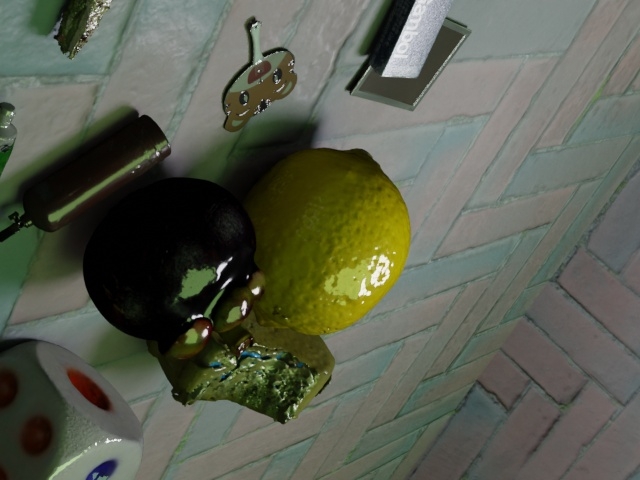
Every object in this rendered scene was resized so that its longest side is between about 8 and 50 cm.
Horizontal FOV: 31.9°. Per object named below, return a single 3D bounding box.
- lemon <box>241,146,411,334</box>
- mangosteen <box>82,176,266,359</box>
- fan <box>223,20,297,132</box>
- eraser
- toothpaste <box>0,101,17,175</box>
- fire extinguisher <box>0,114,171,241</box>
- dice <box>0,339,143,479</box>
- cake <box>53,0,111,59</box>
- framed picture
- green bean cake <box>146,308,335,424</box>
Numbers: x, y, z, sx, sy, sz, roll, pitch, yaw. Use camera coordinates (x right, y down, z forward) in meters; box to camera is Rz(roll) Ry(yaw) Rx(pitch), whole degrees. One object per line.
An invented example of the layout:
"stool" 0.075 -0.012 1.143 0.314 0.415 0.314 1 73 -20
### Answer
"lemon" -0.001 0.001 1.963 0.336 0.336 0.336 -36 155 -20
"mangosteen" -0.208 0.054 1.729 0.275 0.302 0.275 -38 -178 2
"fan" -0.098 -0.265 1.750 0.152 0.008 0.226 -36 155 -17
"eraser" 0.164 -0.378 1.910 0.092 0.046 0.212 -4 131 -40
"toothpaste" -0.447 -0.076 1.453 0.078 0.047 0.248 -9 140 -50
"fire extinguisher" -0.341 -0.079 1.595 0.268 0.072 0.089 -37 -169 -19
"dice" -0.457 0.332 1.820 0.251 0.259 0.243 -49 151 3
"cake" -0.287 -0.287 1.358 0.140 0.051 0.055 -53 155 14
"framed picture" 0.167 -0.332 2.061 0.197 0.014 0.252 -53 155 18
"green bean cake" -0.161 0.230 2.114 0.310 0.285 0.202 -8 142 -52
